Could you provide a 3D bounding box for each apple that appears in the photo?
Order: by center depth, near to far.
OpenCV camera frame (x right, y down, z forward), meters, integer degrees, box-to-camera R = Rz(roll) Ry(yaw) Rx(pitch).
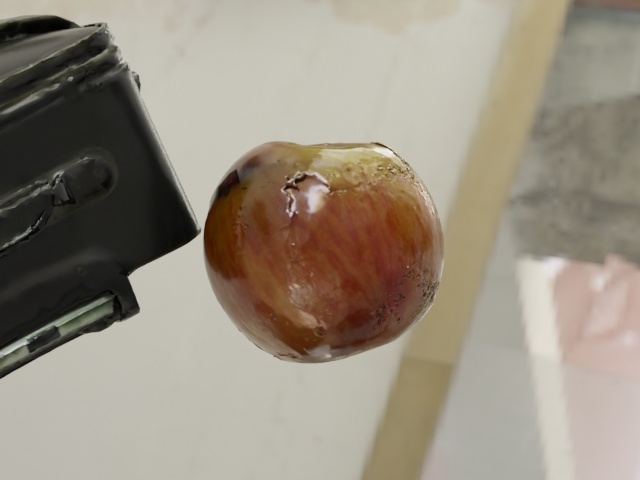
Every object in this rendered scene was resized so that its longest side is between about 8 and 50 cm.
[{"bbox_3d":[0.000,0.000,1.133,0.146,0.146,0.146,8,-90,-72],"label":"apple"}]

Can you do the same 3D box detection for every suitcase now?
[{"bbox_3d":[-0.262,-0.025,1.266,0.283,0.434,0.194,-29,-75,-20],"label":"suitcase"}]
